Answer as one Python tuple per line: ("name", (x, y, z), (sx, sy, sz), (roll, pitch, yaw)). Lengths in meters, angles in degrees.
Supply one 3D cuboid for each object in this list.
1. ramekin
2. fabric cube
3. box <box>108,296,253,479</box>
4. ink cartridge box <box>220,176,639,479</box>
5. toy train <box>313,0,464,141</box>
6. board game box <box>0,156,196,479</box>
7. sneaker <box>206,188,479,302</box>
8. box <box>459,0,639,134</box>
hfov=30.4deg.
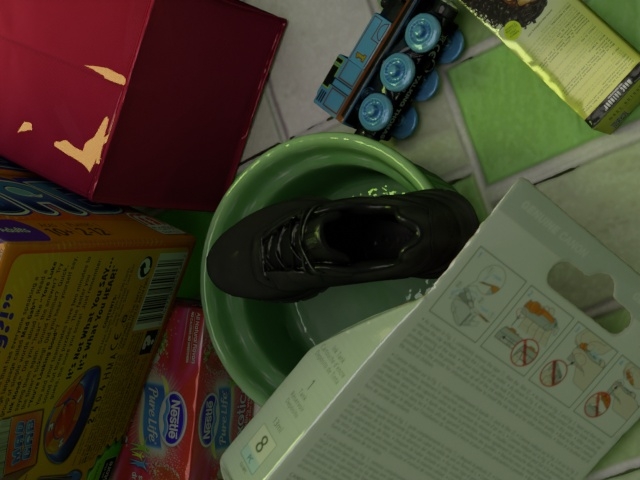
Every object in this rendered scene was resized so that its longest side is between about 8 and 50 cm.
("ramekin", (0.036, 0.043, 1.258), (0.303, 0.148, 0.303), (-1, 87, 29))
("fabric cube", (-0.240, -0.199, 1.366), (0.258, 0.254, 0.259), (24, 99, 29))
("box", (-0.162, 0.197, 1.379), (0.128, 0.123, 0.256), (6, 91, 29))
("ink cartridge box", (0.139, 0.150, 1.122), (0.385, 0.308, 0.091), (-51, 32, 6))
("toy train", (0.077, -0.193, 1.288), (0.105, 0.080, 0.184), (40, 107, 31))
("board game box", (-0.410, 0.095, 1.220), (0.356, 0.356, 0.356), (24, 99, 18))
("sneaker", (0.000, 0.000, 1.121), (0.286, 0.130, 0.109), (-12, 84, 30))
("box", (0.236, -0.216, 1.208), (0.232, 0.058, 0.087), (48, 110, 22))
